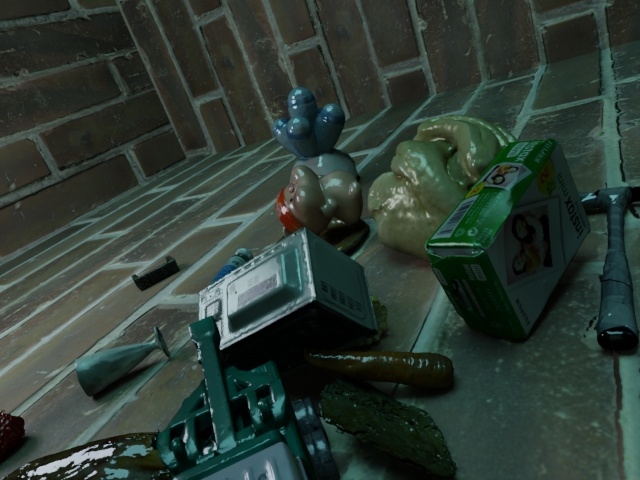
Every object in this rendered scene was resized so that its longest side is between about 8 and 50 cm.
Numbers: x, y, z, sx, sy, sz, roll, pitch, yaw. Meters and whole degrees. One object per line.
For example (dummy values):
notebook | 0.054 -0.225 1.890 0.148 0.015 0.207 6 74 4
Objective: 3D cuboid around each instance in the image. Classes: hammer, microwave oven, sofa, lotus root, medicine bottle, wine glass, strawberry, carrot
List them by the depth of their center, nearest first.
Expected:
carrot | 0.071 0.159 0.639 0.191 0.047 0.047 3 24 6
lotus root | -0.329 0.315 0.651 0.329 0.078 0.167 -17 19 10
microwave oven | -0.051 0.102 0.704 0.208 0.162 0.123 -31 48 26
hammer | 0.423 0.019 0.741 0.152 0.044 0.427 -5 27 34
strawberry | -0.533 0.330 0.841 0.073 0.073 0.083 -15 57 15
wine glass | -0.362 0.220 0.932 0.155 0.073 0.073 -23 20 -13
medicine bottle | -0.208 0.080 1.162 0.051 0.051 0.191 -13 22 19
sofa | -0.451 0.088 1.387 0.118 0.039 0.060 -30 22 -25

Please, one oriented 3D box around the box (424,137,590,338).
box | 0.267 -0.008 0.707 0.250 0.180 0.103 -47 29 -24

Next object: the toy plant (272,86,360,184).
toy plant | -0.027 -0.304 1.560 0.247 0.332 0.247 -16 20 6

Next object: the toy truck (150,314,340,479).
toy truck | -0.074 0.228 0.495 0.176 0.178 0.363 -23 24 -8

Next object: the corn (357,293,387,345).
corn | 0.005 0.103 0.844 0.093 0.093 0.244 -33 24 -29

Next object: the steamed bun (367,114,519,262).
steamed bun | 0.247 -0.120 0.996 0.324 0.230 0.372 -11 25 33

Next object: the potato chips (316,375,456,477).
potato chips | 0.065 0.199 0.566 0.142 0.026 0.209 9 8 -7

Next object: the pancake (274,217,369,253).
pancake | 0.000 0.001 1.191 0.250 0.031 0.250 -18 20 7

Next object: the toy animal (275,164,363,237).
toy animal | -0.005 -0.088 1.157 0.197 0.171 0.171 -14 20 -1
